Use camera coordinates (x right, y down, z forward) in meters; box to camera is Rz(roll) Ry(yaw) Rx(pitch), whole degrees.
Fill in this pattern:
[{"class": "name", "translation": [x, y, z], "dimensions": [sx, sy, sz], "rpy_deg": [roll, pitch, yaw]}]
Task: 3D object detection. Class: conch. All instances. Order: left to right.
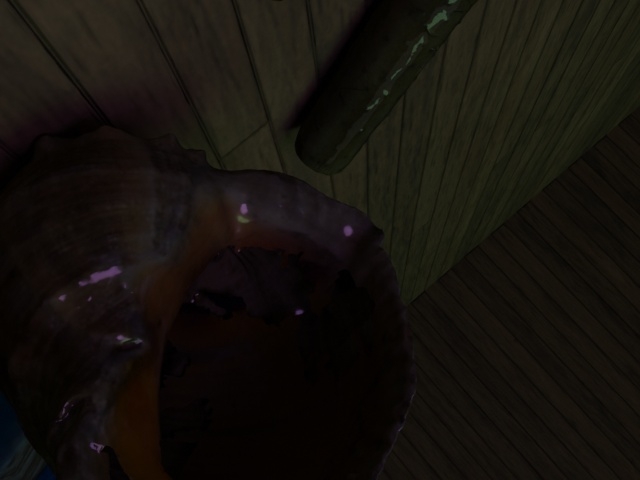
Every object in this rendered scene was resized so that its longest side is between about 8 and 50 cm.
[{"class": "conch", "translation": [-0.090, 0.085, 0.566], "dimensions": [0.297, 0.352, 0.210], "rpy_deg": [-7, 162, -8]}]

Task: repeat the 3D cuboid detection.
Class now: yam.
[{"class": "yam", "translation": [0.091, -0.205, 0.721], "dimensions": [0.371, 0.083, 0.083], "rpy_deg": [-49, 164, 33]}]

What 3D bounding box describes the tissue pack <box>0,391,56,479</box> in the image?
[{"class": "tissue pack", "translation": [-0.242, 0.162, 0.792], "dimensions": [0.263, 0.146, 0.198], "rpy_deg": [-47, 166, 22]}]
